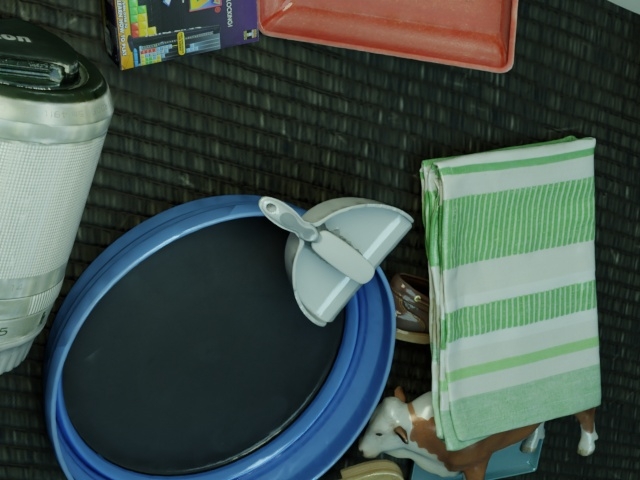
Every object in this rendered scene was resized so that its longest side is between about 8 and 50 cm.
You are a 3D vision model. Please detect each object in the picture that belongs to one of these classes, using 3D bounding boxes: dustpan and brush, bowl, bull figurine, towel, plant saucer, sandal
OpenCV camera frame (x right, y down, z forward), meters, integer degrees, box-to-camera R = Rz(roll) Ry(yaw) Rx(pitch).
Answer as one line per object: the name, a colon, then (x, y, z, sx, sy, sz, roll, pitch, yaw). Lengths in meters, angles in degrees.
dustpan and brush: (0.000, 0.000, 1.456, 0.147, 0.060, 0.211, -50, 129, 5)
bowl: (-0.108, 0.128, 1.559, 0.391, 0.077, 0.391, -14, 123, -22)
bull figurine: (0.198, 0.220, 1.761, 0.310, 0.101, 0.188, -25, 120, -16)
towel: (0.222, 0.055, 1.658, 0.248, 0.038, 0.325, -11, 103, -32)
plant saucer: (0.194, 0.274, 1.851, 0.192, 0.018, 0.067, -6, 120, -26)
plant saucer: (0.064, -0.296, 1.341, 0.048, 0.259, 0.258, -51, 147, -53)
sandal: (-0.012, 0.329, 1.683, 0.240, 0.079, 0.088, -24, 125, 7)

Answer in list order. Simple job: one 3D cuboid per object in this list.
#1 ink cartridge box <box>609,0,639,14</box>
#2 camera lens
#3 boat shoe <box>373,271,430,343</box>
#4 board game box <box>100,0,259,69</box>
ink cartridge box: (0.334, -0.330, 1.431, 0.093, 0.212, 0.154, 26, 80, -3)
camera lens: (-0.309, -0.048, 1.251, 0.219, 0.219, 0.274, 7, 114, -32)
boat shoe: (0.157, 0.084, 1.683, 0.207, 0.073, 0.073, 11, 113, -34)
board game box: (-0.131, -0.252, 1.343, 0.141, 0.048, 0.170, -15, 123, -20)
